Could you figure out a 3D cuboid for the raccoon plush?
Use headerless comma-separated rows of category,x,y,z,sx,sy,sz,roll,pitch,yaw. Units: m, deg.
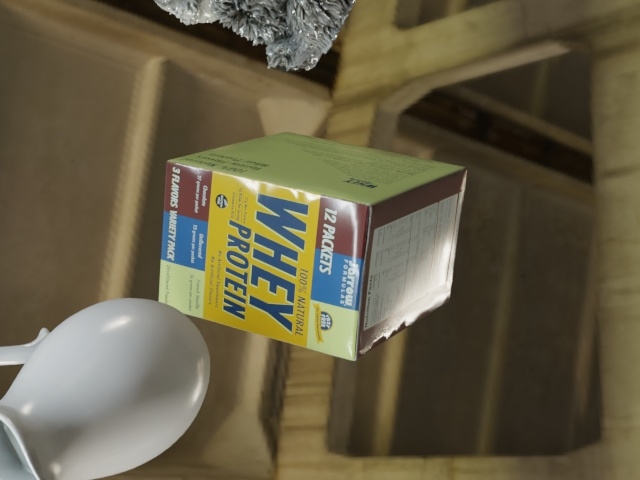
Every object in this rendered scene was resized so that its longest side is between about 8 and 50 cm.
raccoon plush,-0.077,-0.425,1.610,0.299,0.446,0.216,22,-130,-16

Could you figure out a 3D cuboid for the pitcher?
pitcher,-0.197,0.110,0.919,0.178,0.125,0.207,34,-144,17

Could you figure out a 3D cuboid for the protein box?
protein box,-0.004,-0.004,1.098,0.201,0.200,0.135,-23,-58,-59
